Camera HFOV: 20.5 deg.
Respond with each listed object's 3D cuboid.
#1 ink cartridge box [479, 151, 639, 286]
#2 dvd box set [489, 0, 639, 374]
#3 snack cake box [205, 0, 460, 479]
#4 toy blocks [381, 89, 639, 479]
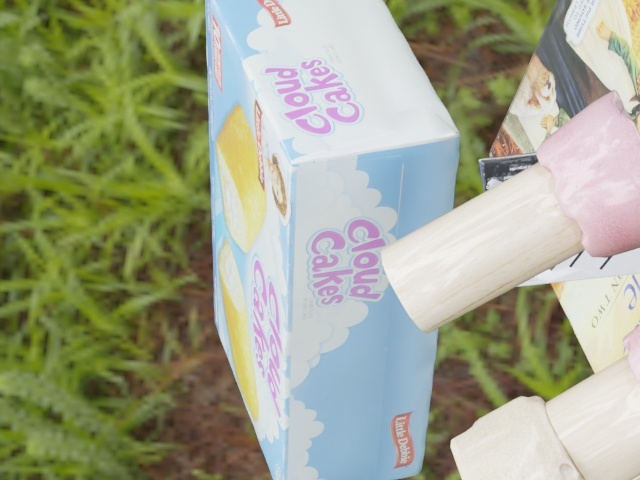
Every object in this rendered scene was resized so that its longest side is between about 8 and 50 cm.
[{"bbox_3d":[0.225,-0.025,1.297,0.207,0.046,0.097,-7,93,8],"label":"ink cartridge box"},{"bbox_3d":[0.289,-0.063,1.596,0.420,0.062,0.307,-109,32,-46],"label":"dvd box set"},{"bbox_3d":[0.000,0.000,0.963,0.264,0.089,0.152,92,162,-44],"label":"snack cake box"},{"bbox_3d":[0.224,0.106,0.715,0.260,0.288,0.309,-29,43,11],"label":"toy blocks"}]
